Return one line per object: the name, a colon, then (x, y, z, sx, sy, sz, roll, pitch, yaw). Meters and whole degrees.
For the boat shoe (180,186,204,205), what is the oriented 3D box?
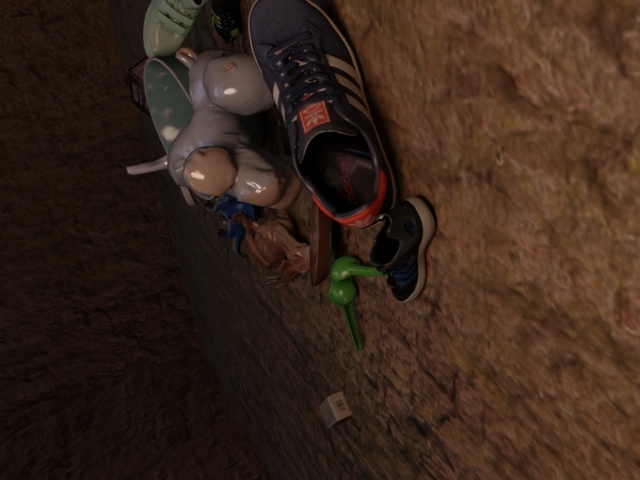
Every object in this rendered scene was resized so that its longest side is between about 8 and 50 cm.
boat shoe: (-0.312, -0.228, 1.693, 0.116, 0.099, 0.319, -100, -1, -51)

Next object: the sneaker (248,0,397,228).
sneaker: (-0.003, -0.177, 0.922, 0.350, 0.131, 0.148, 62, -163, 0)

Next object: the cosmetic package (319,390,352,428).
cosmetic package: (0.034, 0.390, 1.613, 0.060, 0.041, 0.115, 65, 162, 16)

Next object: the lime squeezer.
lime squeezer: (0.062, 0.088, 1.228, 0.110, 0.059, 0.310, 33, 149, 13)

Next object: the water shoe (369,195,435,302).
water shoe: (0.100, 0.019, 0.967, 0.203, 0.080, 0.073, 91, 154, -48)

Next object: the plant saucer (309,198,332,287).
plant saucer: (0.000, 0.000, 1.253, 0.168, 0.029, 0.168, -179, 90, -84)

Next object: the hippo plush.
hippo plush: (-0.138, -0.188, 1.161, 0.294, 0.234, 0.236, 17, 95, 53)

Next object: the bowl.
bowl: (-0.230, -0.258, 1.485, 0.311, 0.163, 0.311, 44, 150, 35)

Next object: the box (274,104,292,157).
box: (-0.027, -0.237, 1.113, 0.183, 0.059, 0.232, -143, 37, -64)

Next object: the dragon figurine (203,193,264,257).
dragon figurine: (-0.179, -0.066, 1.653, 0.085, 0.144, 0.289, -79, -25, -57)

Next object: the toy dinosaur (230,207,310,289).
toy dinosaur: (-0.096, 0.017, 1.500, 0.200, 0.127, 0.296, 64, 168, -2)

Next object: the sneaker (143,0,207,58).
sneaker: (-0.282, -0.457, 1.389, 0.256, 0.094, 0.151, -59, 25, 20)

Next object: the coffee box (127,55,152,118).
coffee box: (-0.360, -0.342, 1.775, 0.246, 0.098, 0.141, 39, 155, 9)

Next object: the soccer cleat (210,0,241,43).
soccer cleat: (-0.179, -0.440, 1.375, 0.072, 0.060, 0.179, 62, 169, -3)
